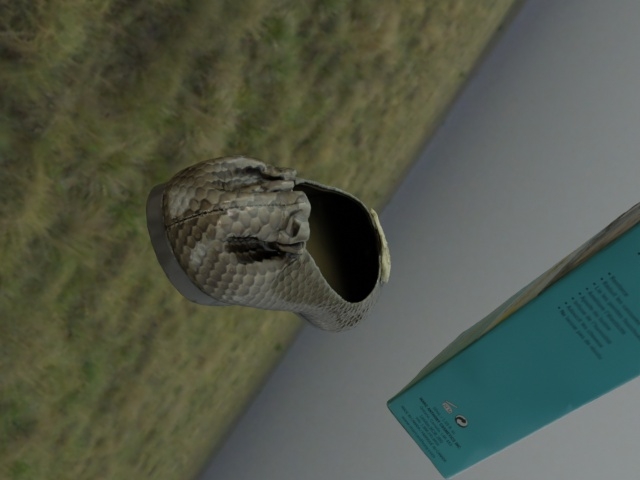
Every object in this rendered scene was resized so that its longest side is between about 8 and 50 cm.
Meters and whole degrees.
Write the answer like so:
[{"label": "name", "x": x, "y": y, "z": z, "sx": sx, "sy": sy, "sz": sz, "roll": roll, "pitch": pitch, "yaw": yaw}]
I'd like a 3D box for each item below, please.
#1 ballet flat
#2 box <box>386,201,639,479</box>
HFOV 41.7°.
[{"label": "ballet flat", "x": 0.000, "y": 0.000, "z": 0.426, "sx": 0.058, "sy": 0.084, "sz": 0.250, "roll": -21, "pitch": 167, "yaw": 17}, {"label": "box", "x": 0.142, "y": 0.041, "z": 0.451, "sx": 0.100, "sy": 0.060, "sz": 0.244, "roll": -32, "pitch": 169, "yaw": -44}]
